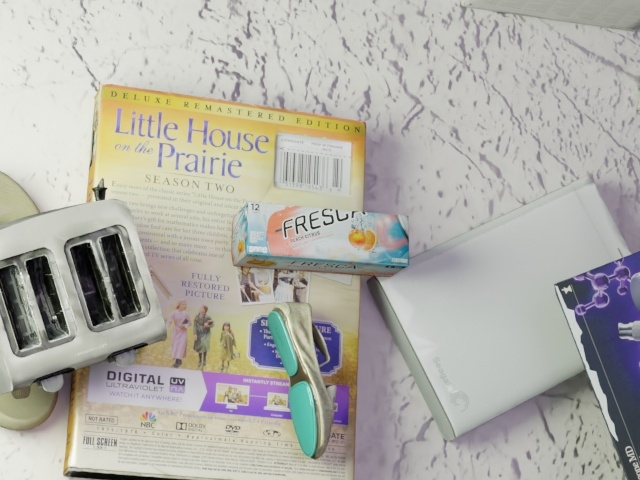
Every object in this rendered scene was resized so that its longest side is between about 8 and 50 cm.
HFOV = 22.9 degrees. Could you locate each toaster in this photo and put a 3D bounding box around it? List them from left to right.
[{"bbox_3d":[-0.254,0.046,1.548,0.168,0.110,0.185,-17,94,-21],"label":"toaster"}]

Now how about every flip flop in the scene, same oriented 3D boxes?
[{"bbox_3d":[-0.322,0.055,1.619,0.112,0.080,0.277,-5,77,-20],"label":"flip flop"}]

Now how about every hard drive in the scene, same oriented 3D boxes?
[{"bbox_3d":[0.229,0.073,1.820,0.307,0.040,0.203,-24,84,-23],"label":"hard drive"}]

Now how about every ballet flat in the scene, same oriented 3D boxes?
[{"bbox_3d":[-0.008,0.142,1.648,0.052,0.057,0.168,-9,79,-30],"label":"ballet flat"}]

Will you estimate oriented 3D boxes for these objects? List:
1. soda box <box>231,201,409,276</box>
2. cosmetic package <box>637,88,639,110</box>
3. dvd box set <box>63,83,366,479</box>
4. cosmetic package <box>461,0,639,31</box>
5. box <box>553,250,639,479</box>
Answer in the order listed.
[{"bbox_3d":[0.000,0.000,1.682,0.183,0.063,0.058,4,75,-18],"label":"soda box"},{"bbox_3d":[0.455,-0.177,1.963,0.115,0.041,0.060,15,71,-14],"label":"cosmetic package"},{"bbox_3d":[-0.108,0.054,1.701,0.308,0.062,0.420,6,74,-17],"label":"dvd box set"},{"bbox_3d":[0.298,-0.312,1.919,0.239,0.099,0.060,6,71,-17],"label":"cosmetic package"},{"bbox_3d":[0.386,0.142,1.718,0.184,0.103,0.261,-23,72,12],"label":"box"}]
